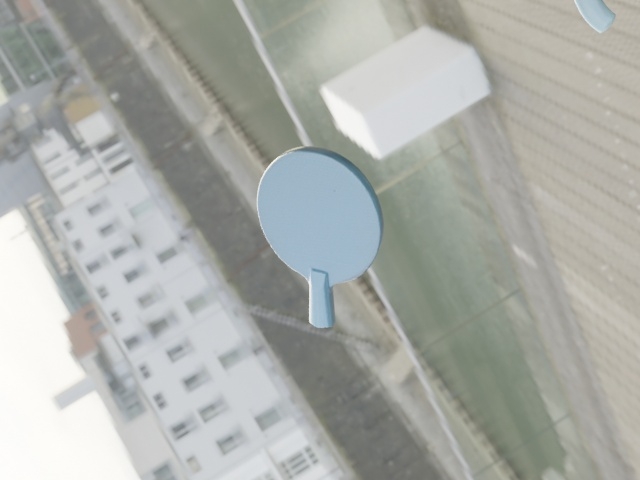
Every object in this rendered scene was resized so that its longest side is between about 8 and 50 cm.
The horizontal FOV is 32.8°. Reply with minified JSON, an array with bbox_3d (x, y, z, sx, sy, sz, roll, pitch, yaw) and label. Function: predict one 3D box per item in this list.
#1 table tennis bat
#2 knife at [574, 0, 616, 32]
[{"bbox_3d":[0.000,0.000,0.812,0.100,0.019,0.155,11,125,21],"label":"table tennis bat"},{"bbox_3d":[0.207,-0.276,0.952,0.028,0.015,0.210,-16,112,39],"label":"knife"}]
